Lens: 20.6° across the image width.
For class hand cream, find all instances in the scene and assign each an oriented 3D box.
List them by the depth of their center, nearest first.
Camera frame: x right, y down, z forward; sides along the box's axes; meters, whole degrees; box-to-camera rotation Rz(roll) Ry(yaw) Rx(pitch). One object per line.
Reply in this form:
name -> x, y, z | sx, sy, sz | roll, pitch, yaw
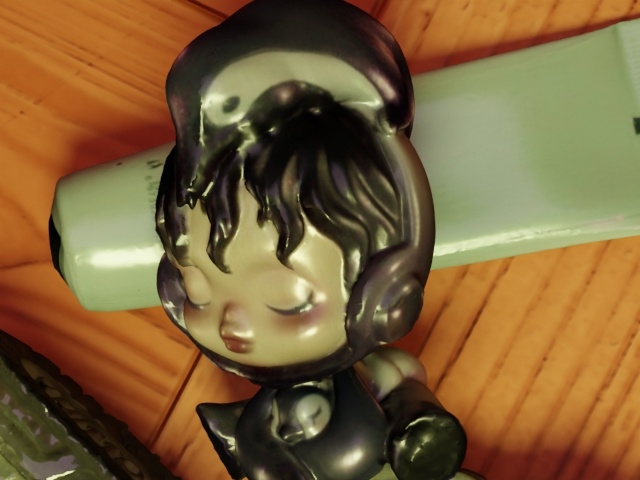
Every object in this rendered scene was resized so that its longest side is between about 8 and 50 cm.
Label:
hand cream -> 0.022, -0.028, 0.870 | 0.321, 0.067, 0.109 | -12, 80, 3

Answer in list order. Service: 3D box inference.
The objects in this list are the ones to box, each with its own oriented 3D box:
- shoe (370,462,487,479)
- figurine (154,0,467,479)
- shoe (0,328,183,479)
shoe -> 0.086, 0.161, 0.819 | 0.169, 0.071, 0.099 | 13, 86, 16
figurine -> 0.000, 0.000, 0.790 | 0.145, 0.145, 0.222 | -9, 109, 9
shoe -> -0.109, 0.183, 0.833 | 0.149, 0.109, 0.293 | -47, 73, 4
